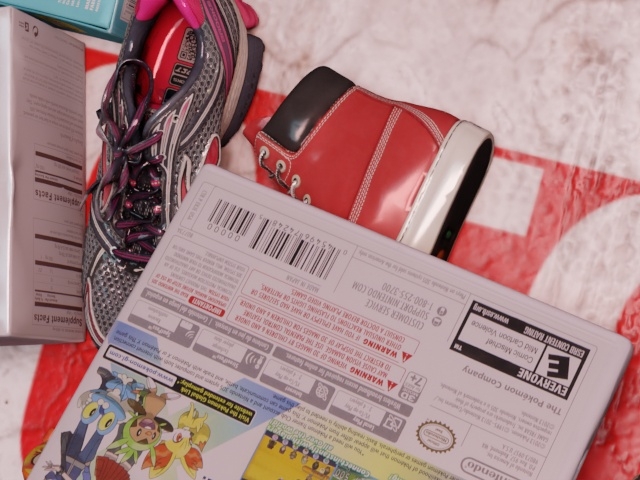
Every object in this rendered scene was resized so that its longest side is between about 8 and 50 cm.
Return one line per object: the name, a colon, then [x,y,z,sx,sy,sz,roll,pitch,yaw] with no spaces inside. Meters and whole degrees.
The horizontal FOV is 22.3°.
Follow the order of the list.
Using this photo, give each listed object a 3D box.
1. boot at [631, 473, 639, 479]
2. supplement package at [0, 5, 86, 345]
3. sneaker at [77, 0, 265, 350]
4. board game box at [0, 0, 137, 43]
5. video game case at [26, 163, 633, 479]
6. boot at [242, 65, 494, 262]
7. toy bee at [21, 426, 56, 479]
boot: [0.384,0.226,1.022,0.284,0.138,0.377,-36,72,10]
supplement package: [-0.268,-0.042,1.247,0.139,0.134,0.244,-2,84,17]
sneaker: [-0.130,-0.054,1.219,0.121,0.112,0.299,9,88,18]
board game box: [-0.267,-0.316,1.301,0.336,0.079,0.254,16,90,18]
video game case: [-0.004,0.135,1.072,0.329,0.036,0.300,23,74,17]
boot: [0.000,0.000,1.190,0.176,0.088,0.244,23,84,18]
toy bee: [-0.156,0.166,1.196,0.298,0.162,0.195,7,104,-13]
